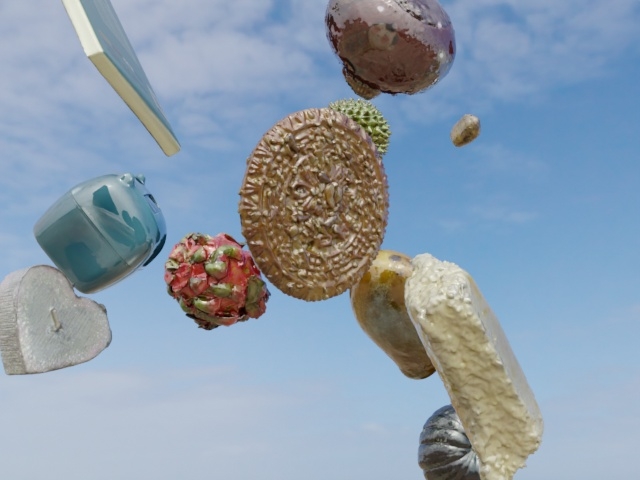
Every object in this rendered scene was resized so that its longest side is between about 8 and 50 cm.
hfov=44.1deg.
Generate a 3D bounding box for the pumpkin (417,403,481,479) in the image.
[{"bbox_3d":[0.325,0.480,1.792,0.220,0.220,0.162,6,-25,-16],"label":"pumpkin"}]

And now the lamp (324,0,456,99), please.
[{"bbox_3d":[0.072,-0.223,0.886,0.157,0.156,0.135,-14,-29,-51],"label":"lamp"}]

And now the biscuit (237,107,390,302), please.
[{"bbox_3d":[0.002,-0.055,1.223,0.305,0.305,0.038,16,-8,-40],"label":"biscuit"}]

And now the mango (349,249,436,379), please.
[{"bbox_3d":[0.167,0.159,1.598,0.193,0.146,0.316,-7,-62,31],"label":"mango"}]

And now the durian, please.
[{"bbox_3d":[0.067,-0.261,2.028,0.237,0.200,0.176,-37,1,-1],"label":"durian"}]

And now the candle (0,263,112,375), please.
[{"bbox_3d":[-0.431,0.141,1.244,0.068,0.168,0.192,-10,-49,38],"label":"candle"}]

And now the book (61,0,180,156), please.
[{"bbox_3d":[-0.313,-0.320,1.090,0.031,0.379,0.264,-28,-24,0],"label":"book"}]

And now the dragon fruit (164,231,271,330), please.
[{"bbox_3d":[-0.278,0.108,2.125,0.231,0.237,0.303,-39,-69,19],"label":"dragon fruit"}]

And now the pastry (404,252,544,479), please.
[{"bbox_3d":[0.164,0.140,0.832,0.089,0.258,0.121,-24,12,23],"label":"pastry"}]

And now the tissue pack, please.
[{"bbox_3d":[-0.396,-0.025,1.494,0.206,0.198,0.287,-36,5,-2],"label":"tissue pack"}]

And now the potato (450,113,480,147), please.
[{"bbox_3d":[0.272,-0.205,1.480,0.040,0.051,0.083,9,-19,-16],"label":"potato"}]
